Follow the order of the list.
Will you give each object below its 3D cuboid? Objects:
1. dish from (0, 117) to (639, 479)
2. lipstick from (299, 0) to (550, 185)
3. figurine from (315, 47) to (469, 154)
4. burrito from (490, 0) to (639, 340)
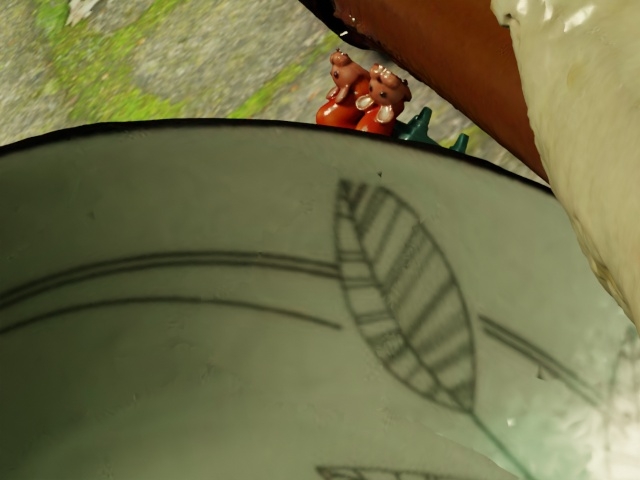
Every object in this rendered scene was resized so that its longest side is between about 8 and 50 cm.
[{"bbox_3d":[-0.005,0.091,0.430,0.316,0.316,0.106,-94,15,-54],"label":"dish"},{"bbox_3d":[0.049,-0.106,0.733,0.077,0.077,0.418,-41,32,-1],"label":"lipstick"},{"bbox_3d":[0.000,0.000,0.656,0.140,0.075,0.068,-57,34,-6],"label":"figurine"},{"bbox_3d":[0.137,0.023,0.389,0.299,0.143,0.105,-107,31,-49],"label":"burrito"}]
